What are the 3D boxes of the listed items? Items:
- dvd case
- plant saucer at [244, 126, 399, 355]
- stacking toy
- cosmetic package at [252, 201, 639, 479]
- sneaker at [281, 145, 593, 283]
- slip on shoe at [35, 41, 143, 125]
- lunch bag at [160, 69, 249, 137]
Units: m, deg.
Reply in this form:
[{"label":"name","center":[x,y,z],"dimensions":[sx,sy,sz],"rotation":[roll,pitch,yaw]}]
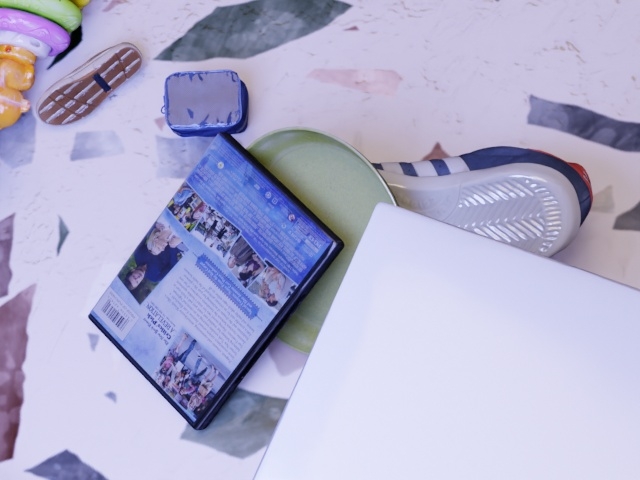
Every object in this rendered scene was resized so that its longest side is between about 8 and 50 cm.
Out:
[{"label":"dvd case","center":[-0.110,0.042,1.650],"dimensions":[0.180,0.022,0.253],"rotation":[43,107,21]},{"label":"plant saucer","center":[0.000,0.000,1.639],"dimensions":[0.241,0.241,0.037],"rotation":[42,36,21]},{"label":"stacking toy","center":[-0.324,-0.266,1.818],"dimensions":[0.175,0.166,0.302],"rotation":[10,80,13]},{"label":"cosmetic package","center":[0.150,0.230,1.396],"dimensions":[0.329,0.394,0.327],"rotation":[20,71,14]},{"label":"sneaker","center":[0.117,-0.032,1.674],"dimensions":[0.350,0.148,0.131],"rotation":[2,106,28]},{"label":"slip on shoe","center":[-0.261,-0.178,1.820],"dimensions":[0.135,0.051,0.041],"rotation":[-39,28,-1]},{"label":"lunch bag","center":[-0.128,-0.148,1.775],"dimensions":[0.098,0.065,0.067],"rotation":[-1,82,6]}]
